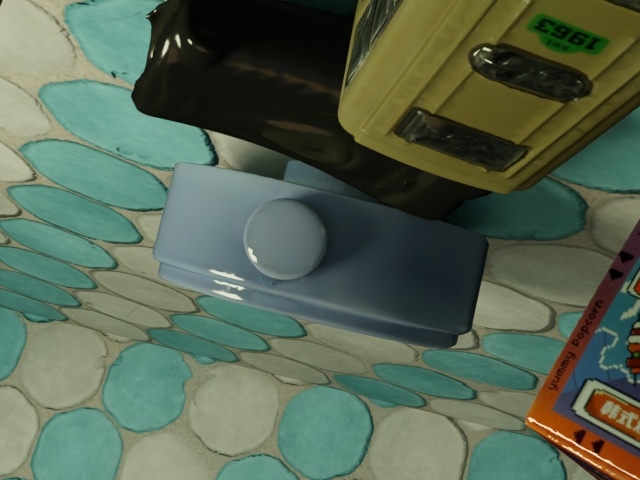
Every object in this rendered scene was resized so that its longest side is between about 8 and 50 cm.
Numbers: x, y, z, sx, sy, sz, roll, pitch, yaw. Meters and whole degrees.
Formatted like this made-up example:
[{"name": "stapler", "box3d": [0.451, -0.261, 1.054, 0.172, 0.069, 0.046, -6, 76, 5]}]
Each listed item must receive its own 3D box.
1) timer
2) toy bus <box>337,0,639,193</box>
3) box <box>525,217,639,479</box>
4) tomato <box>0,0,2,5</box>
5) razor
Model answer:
[{"name": "timer", "box3d": [0.000, 0.000, 1.181, 0.395, 0.173, 0.395, 15, 179, 0]}, {"name": "toy bus", "box3d": [0.136, -0.168, 0.579, 0.177, 0.202, 0.365, 19, 160, -8]}, {"name": "box", "box3d": [0.420, 0.128, 0.874, 0.349, 0.318, 0.257, 29, 172, 40]}, {"name": "tomato", "box3d": [-0.328, -0.240, 0.965, 0.087, 0.075, 0.087, 29, 170, 6]}, {"name": "razor", "box3d": [0.009, -0.124, 0.938, 0.349, 0.113, 0.204, 19, 163, -19]}]
